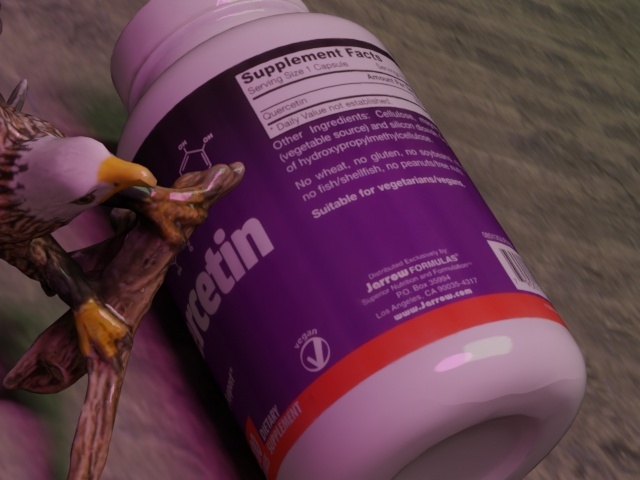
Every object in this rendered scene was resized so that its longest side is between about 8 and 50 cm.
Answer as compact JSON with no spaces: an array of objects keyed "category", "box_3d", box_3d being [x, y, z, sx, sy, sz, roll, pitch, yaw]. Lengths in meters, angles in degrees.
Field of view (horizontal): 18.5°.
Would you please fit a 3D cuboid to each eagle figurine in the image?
[{"category":"eagle figurine","box_3d":[-0.167,-0.042,0.862,0.298,0.225,0.226,32,38,-41]}]

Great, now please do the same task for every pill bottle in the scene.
[{"category":"pill bottle","box_3d":[0.000,0.000,1.108,0.181,0.181,0.323,11,41,-51]}]
